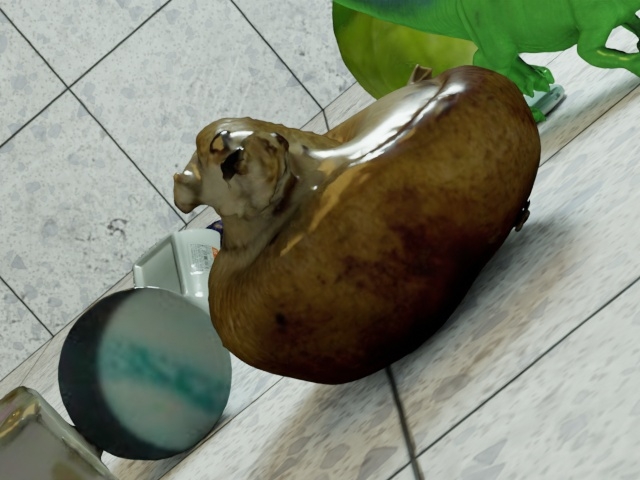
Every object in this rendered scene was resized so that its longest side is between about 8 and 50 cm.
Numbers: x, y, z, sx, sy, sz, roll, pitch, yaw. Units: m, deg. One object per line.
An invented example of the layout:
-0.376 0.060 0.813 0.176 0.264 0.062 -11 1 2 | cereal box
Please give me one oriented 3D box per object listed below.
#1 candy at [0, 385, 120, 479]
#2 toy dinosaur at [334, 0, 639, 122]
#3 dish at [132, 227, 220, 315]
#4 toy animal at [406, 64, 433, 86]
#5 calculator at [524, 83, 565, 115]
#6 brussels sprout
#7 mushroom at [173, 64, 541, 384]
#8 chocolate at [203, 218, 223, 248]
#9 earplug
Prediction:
-0.273 0.248 1.395 0.137 0.185 0.195 -47 14 -12 | candy
0.165 -0.307 1.508 0.144 0.500 0.375 -45 -21 -34 | toy dinosaur
-0.207 0.073 2.027 0.151 0.077 0.212 -39 37 17 | dish
0.151 -0.174 2.038 0.188 0.089 0.179 -34 24 8 | toy animal
0.233 -0.145 1.692 0.095 0.021 0.153 -46 13 -35 | calculator
0.182 -0.370 2.289 0.344 0.344 0.268 -39 -15 11 | brussels sprout
0.030 -0.043 1.235 0.345 0.260 0.345 -39 9 7 | mushroom
-0.111 -0.009 2.159 0.343 0.126 0.148 -39 -16 25 | chocolate
-0.195 0.143 1.652 0.185 0.185 0.324 -41 2 -3 | earplug
